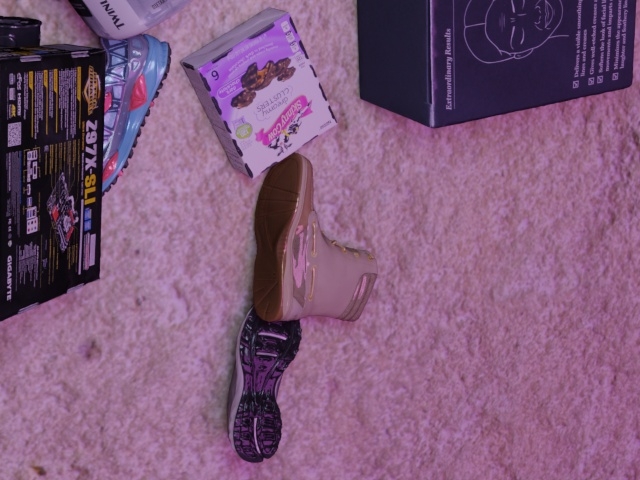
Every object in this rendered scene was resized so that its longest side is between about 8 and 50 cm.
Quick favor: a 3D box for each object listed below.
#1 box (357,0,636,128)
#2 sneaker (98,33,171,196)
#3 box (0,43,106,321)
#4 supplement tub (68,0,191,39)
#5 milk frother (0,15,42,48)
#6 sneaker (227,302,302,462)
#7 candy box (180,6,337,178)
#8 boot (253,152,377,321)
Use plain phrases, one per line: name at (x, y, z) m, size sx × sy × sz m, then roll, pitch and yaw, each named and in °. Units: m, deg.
box at (0.273, -0.365, 1.903) m, size 0.396 × 0.212 × 0.293 m, roll -13°, pitch 114°, yaw -27°
sneaker at (-0.310, -0.175, 1.715) m, size 0.125 × 0.104 × 0.261 m, roll 24°, pitch 90°, yaw -17°
box at (-0.367, -0.080, 1.557) m, size 0.257 × 0.079 × 0.322 m, roll -33°, pitch 128°, yaw -69°
supplement tub at (-0.292, -0.439, 1.546) m, size 0.207 × 0.207 × 0.338 m, roll -43°, pitch 123°, yaw -11°
milk frother at (-0.444, -0.222, 1.614) m, size 0.143 × 0.129 × 0.134 m, roll 8°, pitch 108°, yaw 12°
sneaker at (-0.103, 0.212, 1.968) m, size 0.100 × 0.108 × 0.271 m, roll 13°, pitch 84°, yaw -18°
candy box at (-0.088, -0.218, 1.828) m, size 0.165 × 0.070 × 0.196 m, roll -35°, pitch 121°, yaw -16°
boot at (0.000, 0.000, 1.947) m, size 0.203 × 0.095 × 0.261 m, roll 5°, pitch 88°, yaw -42°
